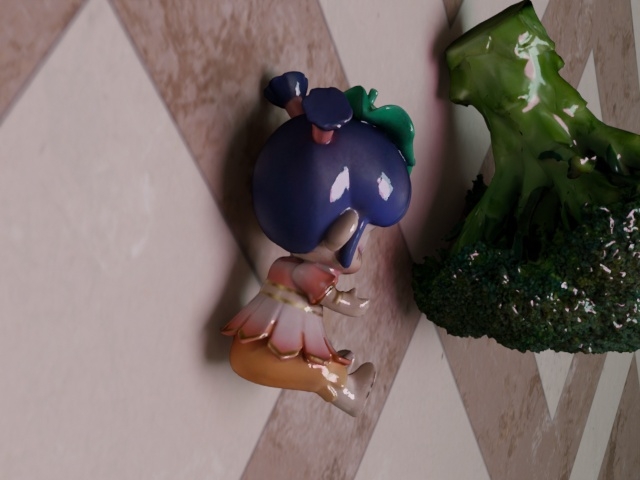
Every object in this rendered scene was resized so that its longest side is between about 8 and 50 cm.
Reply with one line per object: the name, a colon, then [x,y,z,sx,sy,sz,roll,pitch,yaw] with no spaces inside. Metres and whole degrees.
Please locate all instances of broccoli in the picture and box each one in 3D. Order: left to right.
broccoli: [0.192,-0.039,0.954,0.297,0.297,0.297,59,37,-7]

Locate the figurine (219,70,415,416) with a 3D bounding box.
figurine: [0.000,0.000,0.690,0.102,0.111,0.195,15,90,-24]
